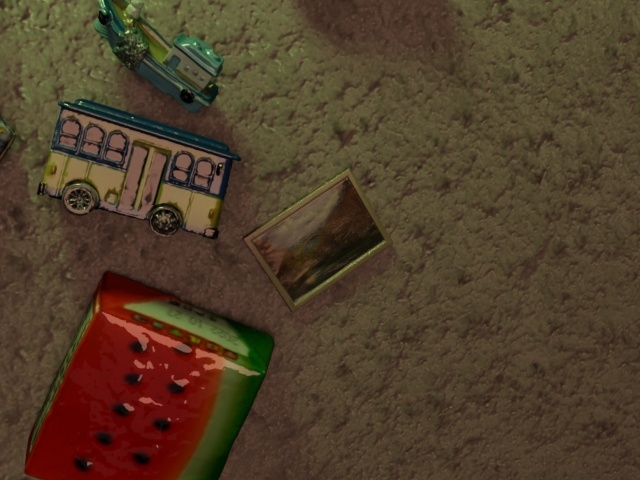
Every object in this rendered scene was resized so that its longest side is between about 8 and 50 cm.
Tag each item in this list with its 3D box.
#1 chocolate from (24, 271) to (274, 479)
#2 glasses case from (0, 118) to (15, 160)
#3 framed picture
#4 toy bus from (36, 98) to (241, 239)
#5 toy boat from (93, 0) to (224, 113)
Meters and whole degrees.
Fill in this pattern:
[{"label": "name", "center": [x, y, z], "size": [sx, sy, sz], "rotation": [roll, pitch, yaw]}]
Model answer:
[{"label": "chocolate", "center": [-0.299, 0.289, 0.995], "size": [0.341, 0.161, 0.360], "rotation": [25, 93, -15]}, {"label": "glasses case", "center": [-0.594, -0.102, 0.894], "size": [0.087, 0.065, 0.248], "rotation": [40, 87, -20]}, {"label": "framed picture", "center": [0.000, 0.000, 1.099], "size": [0.250, 0.016, 0.184], "rotation": [-33, 107, -7]}, {"label": "toy bus", "center": [-0.293, -0.113, 0.936], "size": [0.288, 0.138, 0.175], "rotation": [15, 97, -17]}, {"label": "toy boat", "center": [-0.261, -0.319, 0.917], "size": [0.238, 0.109, 0.098], "rotation": [37, 119, -18]}]
